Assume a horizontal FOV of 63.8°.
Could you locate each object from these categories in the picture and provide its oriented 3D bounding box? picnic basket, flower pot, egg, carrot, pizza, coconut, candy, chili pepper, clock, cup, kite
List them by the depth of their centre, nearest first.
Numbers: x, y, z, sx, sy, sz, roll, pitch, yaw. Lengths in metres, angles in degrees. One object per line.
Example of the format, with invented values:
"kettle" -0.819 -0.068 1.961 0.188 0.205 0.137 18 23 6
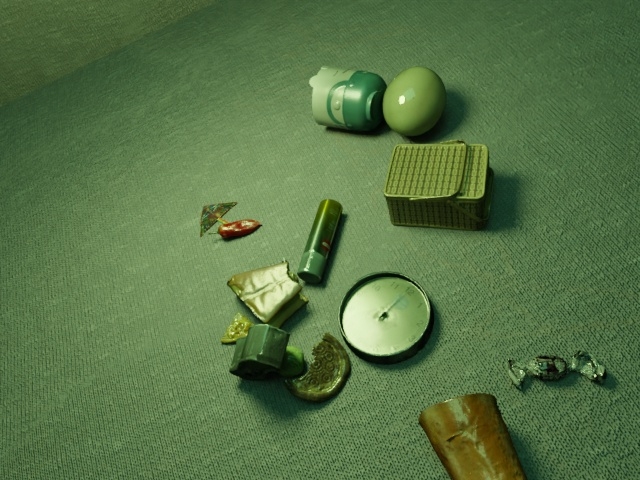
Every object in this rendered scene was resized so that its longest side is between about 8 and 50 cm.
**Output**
"carrot" 0.346 0.491 1.143 0.196 0.196 0.254 -20 55 4
"candy" 0.577 0.318 1.269 0.226 0.051 0.094 -6 57 14
"flower pot" -0.177 0.314 1.431 0.103 0.229 0.108 23 58 -16
"coconut" -0.088 0.344 1.453 0.088 0.088 0.096 -7 27 14
"clock" 0.184 0.213 1.471 0.281 0.055 0.280 -9 54 13
"pizza" -0.261 0.265 1.602 0.123 0.026 0.108 -20 50 5
"picnic basket" 0.372 -0.176 1.606 0.313 0.175 0.228 5 57 21
"egg" 0.331 -0.489 1.813 0.219 0.219 0.269 19 61 29
"chili pepper" -0.301 -0.042 1.816 0.191 0.050 0.059 -10 50 -4
"kite" -0.388 -0.090 1.904 0.190 0.010 0.159 -45 56 -13
"cup" 0.129 -0.535 1.934 0.258 0.219 0.290 17 31 27

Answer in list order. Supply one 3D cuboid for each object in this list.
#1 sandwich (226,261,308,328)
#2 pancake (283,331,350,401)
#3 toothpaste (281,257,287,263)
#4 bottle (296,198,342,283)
"sandwich" -0.160 0.144 1.596 0.186 0.108 0.220 -44 59 -13
"pancake" -0.007 0.347 1.419 0.184 0.020 0.190 5 68 -5
"toothpaste" -0.114 0.093 1.677 0.027 0.019 0.083 -13 61 8
"bottle" 0.000 0.000 1.665 0.082 0.082 0.286 5 58 22
